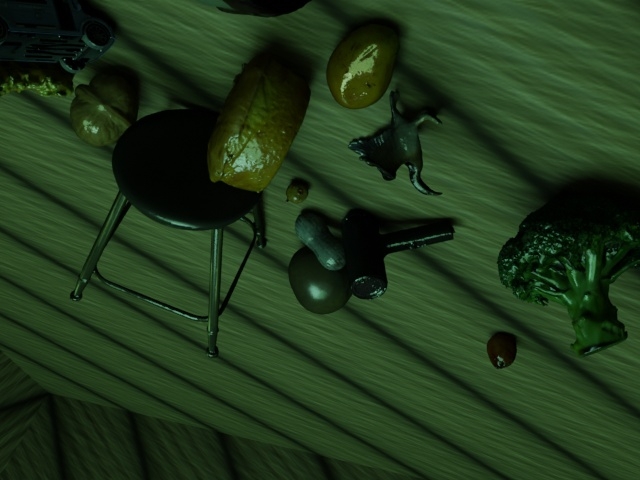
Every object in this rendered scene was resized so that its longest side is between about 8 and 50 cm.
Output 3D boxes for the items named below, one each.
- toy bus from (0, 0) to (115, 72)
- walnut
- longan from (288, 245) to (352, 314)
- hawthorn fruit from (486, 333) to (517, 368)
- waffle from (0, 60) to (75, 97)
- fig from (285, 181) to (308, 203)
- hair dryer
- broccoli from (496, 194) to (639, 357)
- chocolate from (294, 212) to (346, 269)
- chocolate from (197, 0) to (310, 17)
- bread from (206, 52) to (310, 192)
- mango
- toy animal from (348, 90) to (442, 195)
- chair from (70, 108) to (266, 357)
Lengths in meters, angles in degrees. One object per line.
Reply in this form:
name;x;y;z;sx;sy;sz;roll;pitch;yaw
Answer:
toy bus;-0.536;-0.395;1.269;0.125;0.292;0.133;-20;85;44
walnut;-0.448;-0.268;1.440;0.149;0.166;0.166;37;143;-12
longan;0.006;0.095;1.701;0.189;0.189;0.189;14;146;10
hawthorn fruit;0.468;0.292;1.787;0.081;0.093;0.081;15;144;11
waffle;-0.618;-0.342;1.361;0.291;0.291;0.051;22;114;-1
fig;-0.060;-0.104;1.561;0.050;0.050;0.083;32;158;-16
hair dryer;0.170;0.008;1.512;0.251;0.197;0.089;-17;136;14
broccoli;0.495;0.056;1.292;0.297;0.297;0.297;-15;161;-5
chocolate;0.000;0.000;1.608;0.167;0.072;0.072;51;151;18
chocolate;-0.120;-0.453;0.943;0.186;0.283;0.283;21;151;35
bread;-0.120;-0.209;1.270;0.146;0.268;0.268;24;146;-12
mango;0.068;-0.297;1.183;0.115;0.089;0.165;17;143;4
toy animal;0.161;-0.165;1.266;0.197;0.272;0.160;29;110;-3
chair;-0.299;-0.045;1.515;0.362;0.364;0.410;23;141;-2
